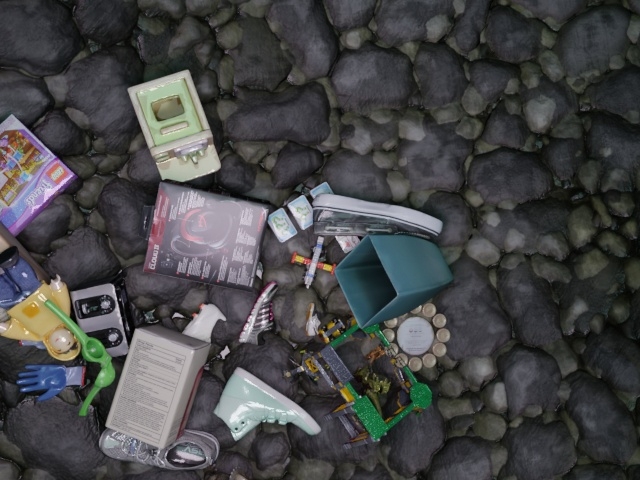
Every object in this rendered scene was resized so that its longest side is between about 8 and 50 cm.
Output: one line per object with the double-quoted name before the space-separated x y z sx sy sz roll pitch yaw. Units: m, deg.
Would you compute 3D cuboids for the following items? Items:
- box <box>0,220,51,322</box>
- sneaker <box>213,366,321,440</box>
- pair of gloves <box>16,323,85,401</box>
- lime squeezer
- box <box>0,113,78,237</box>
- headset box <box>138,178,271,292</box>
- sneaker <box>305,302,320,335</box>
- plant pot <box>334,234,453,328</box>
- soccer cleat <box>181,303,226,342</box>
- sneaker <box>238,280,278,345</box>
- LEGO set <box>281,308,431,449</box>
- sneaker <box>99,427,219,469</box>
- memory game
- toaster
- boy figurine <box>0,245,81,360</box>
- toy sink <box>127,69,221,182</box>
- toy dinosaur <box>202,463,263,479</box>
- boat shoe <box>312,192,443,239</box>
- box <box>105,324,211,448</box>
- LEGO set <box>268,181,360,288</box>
"box" -0.749 0.029 1.506 0.148 0.121 0.311 -38 121 -9
"sneaker" -0.133 0.435 1.656 0.255 0.094 0.151 31 77 4
"pair of gloves" -0.637 0.280 1.625 0.159 0.023 0.198 -2 87 -7
"lime squeezer" -0.504 0.257 1.485 0.109 0.059 0.310 9 122 23
"box" -0.752 -0.122 1.608 0.201 0.057 0.293 45 82 -5
"headset box" -0.282 -0.017 1.630 0.293 0.110 0.218 11 98 -8
"sneaker" -0.017 0.198 1.723 0.036 0.032 0.083 4 91 -22
"plant pot" 0.192 0.089 1.658 0.234 0.166 0.166 -5 60 -38
"soccer cleat" -0.309 0.241 1.656 0.076 0.068 0.196 39 79 -8
"sneaker" -0.135 0.185 1.687 0.074 0.063 0.170 26 89 -6
"LEGO set" 0.088 0.347 1.680 0.331 0.192 0.255 48 57 1
"sneaker" -0.376 0.479 1.606 0.281 0.115 0.105 6 86 -8
"memory game" 0.245 0.245 1.766 0.186 0.012 0.186 0 87 -9
"toaster" -0.495 0.171 1.583 0.110 0.185 0.168 -11 97 -6
"boy figurine" -0.626 0.156 1.491 0.177 0.092 0.285 -34 119 -15
"toy sink" -0.345 -0.264 1.641 0.152 0.131 0.234 -19 91 -9
"toy dinosaur" -0.267 0.616 1.595 0.313 0.160 0.121 -35 92 -10
"boat shoe" 0.136 -0.030 1.708 0.335 0.121 0.119 9 84 -7
"box" -0.363 0.324 1.548 0.148 0.127 0.232 18 91 10
"LEGO set" 0.000 0.000 1.720 0.182 0.060 0.244 -31 92 -5
